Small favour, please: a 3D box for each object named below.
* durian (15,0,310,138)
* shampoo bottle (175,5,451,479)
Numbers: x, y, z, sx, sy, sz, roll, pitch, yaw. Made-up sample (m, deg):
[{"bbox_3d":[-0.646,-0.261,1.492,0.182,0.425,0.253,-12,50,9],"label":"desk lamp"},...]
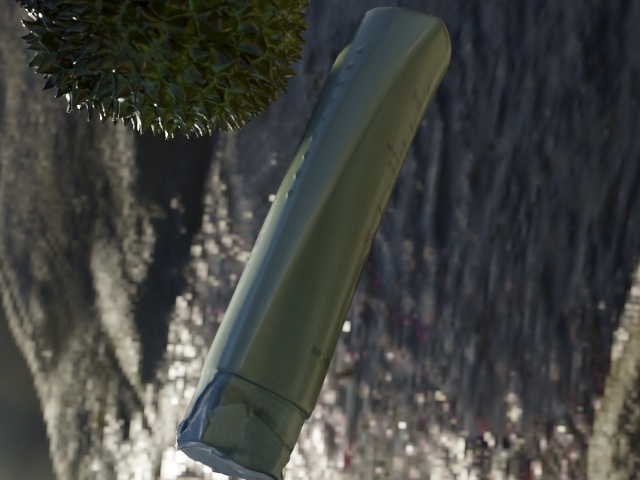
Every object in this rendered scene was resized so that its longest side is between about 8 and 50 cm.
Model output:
[{"bbox_3d":[-0.091,-0.149,0.756,0.198,0.159,0.146,44,132,10],"label":"durian"},{"bbox_3d":[0.000,0.000,0.583,0.072,0.049,0.212,88,-156,-72],"label":"shampoo bottle"}]
